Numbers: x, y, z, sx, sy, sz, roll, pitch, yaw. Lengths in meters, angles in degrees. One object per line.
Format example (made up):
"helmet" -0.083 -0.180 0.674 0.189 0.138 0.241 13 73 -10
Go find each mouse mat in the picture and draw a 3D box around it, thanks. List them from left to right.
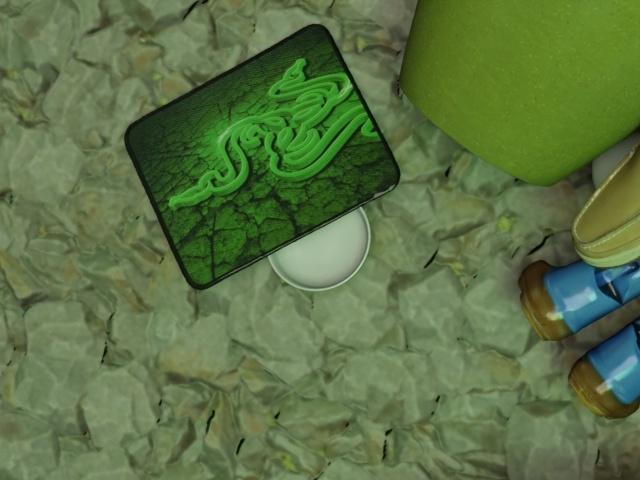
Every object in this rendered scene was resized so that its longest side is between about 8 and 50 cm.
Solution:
"mouse mat" -0.049 -0.066 0.929 0.190 0.007 0.152 -28 76 6

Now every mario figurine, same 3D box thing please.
"mario figurine" 0.315 0.001 0.863 0.320 0.170 0.198 -32 122 17

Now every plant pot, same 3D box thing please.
"plant pot" 0.190 -0.191 0.804 0.275 0.275 0.293 35 111 5

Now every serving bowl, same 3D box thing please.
"serving bowl" 0.000 0.000 0.925 0.083 0.027 0.083 -2 80 12

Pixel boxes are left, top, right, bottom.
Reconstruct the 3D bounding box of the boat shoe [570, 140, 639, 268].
"boat shoe" 0.235 -0.061 0.784 0.190 0.072 0.068 -43 42 12
